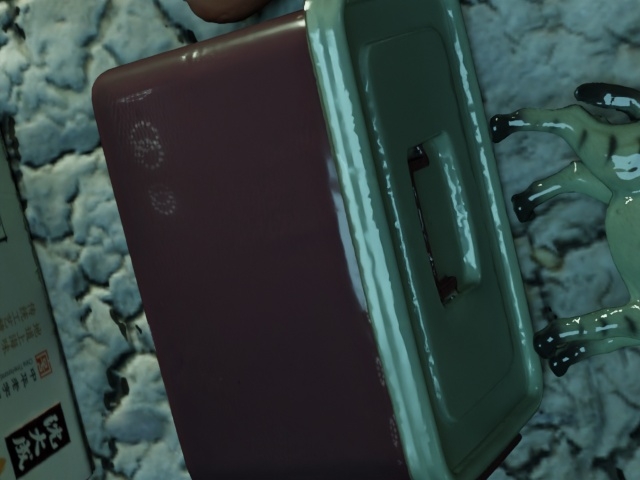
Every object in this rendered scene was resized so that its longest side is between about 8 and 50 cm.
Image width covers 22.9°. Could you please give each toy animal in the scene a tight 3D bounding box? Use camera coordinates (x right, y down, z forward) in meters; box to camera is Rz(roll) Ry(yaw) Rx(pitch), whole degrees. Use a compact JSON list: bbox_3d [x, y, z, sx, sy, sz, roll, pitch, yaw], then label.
[{"bbox_3d":[0.200,0.009,0.892,0.176,0.073,0.216,-15,92,14],"label":"toy animal"}]

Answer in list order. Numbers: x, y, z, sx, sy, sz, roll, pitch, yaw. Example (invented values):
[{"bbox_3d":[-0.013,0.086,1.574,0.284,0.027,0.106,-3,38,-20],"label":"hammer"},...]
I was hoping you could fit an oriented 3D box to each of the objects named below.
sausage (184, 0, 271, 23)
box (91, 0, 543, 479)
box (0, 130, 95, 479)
[{"bbox_3d":[-0.019,-0.187,0.922,0.154,0.062,0.062,-36,89,21],"label":"sausage"},{"bbox_3d":[0.000,0.000,0.892,0.168,0.193,0.294,-10,98,25],"label":"box"},{"bbox_3d":[-0.305,0.042,0.888,0.122,0.385,0.344,-12,97,20],"label":"box"}]
